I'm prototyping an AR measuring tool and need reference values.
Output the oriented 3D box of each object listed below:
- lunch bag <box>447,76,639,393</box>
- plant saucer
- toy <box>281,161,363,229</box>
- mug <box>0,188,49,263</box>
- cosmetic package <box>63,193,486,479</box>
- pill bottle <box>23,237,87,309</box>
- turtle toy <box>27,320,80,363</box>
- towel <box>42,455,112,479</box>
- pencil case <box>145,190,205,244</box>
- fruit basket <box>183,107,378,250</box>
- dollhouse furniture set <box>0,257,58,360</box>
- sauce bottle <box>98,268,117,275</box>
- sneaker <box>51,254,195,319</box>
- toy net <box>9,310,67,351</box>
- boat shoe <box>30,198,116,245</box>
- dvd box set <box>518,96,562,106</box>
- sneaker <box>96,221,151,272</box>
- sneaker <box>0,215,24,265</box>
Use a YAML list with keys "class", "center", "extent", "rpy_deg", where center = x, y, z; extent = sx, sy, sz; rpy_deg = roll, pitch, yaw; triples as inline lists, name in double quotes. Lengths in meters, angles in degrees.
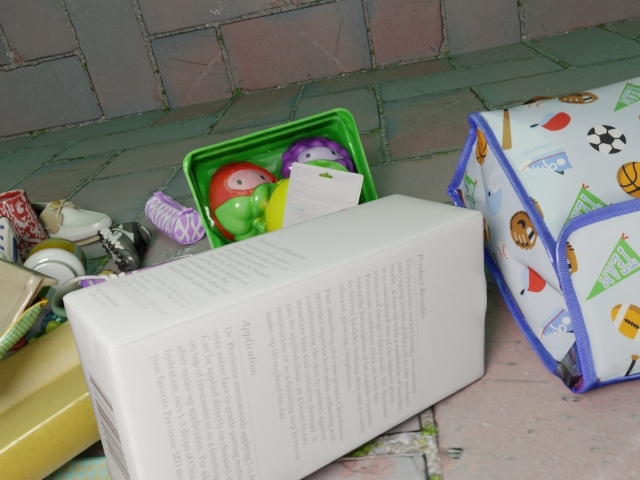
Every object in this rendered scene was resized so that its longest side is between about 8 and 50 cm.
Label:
- class: "lunch bag"
  center: [0.398, -0.017, 0.809]
  extent: [0.328, 0.239, 0.385]
  rpy_deg: [-14, 58, -5]
- class: "plant saucer"
  center: [-0.397, 0.235, 0.780]
  extent: [0.333, 0.081, 0.333]
  rpy_deg: [-34, 20, -23]
- class: "toy"
  center: [0.000, 0.000, 1.017]
  extent: [0.137, 0.237, 0.056]
  rpy_deg: [15, 6, 30]
- class: "mug"
  center: [-0.734, -0.021, 1.455]
  extent: [0.150, 0.169, 0.113]
  rpy_deg: [-18, 26, -14]
- class: "cosmetic package"
  center: [-0.021, 0.113, 0.702]
  extent: [0.453, 0.230, 0.161]
  rpy_deg: [-17, 22, -31]
- class: "pill bottle"
  center: [-0.518, 0.066, 1.196]
  extent: [0.118, 0.117, 0.208]
  rpy_deg: [-20, 16, -16]
- class: "turtle toy"
  center: [-0.409, 0.177, 1.004]
  extent: [0.095, 0.066, 0.130]
  rpy_deg: [19, 30, 4]
- class: "towel"
  center: [-0.250, 0.327, 0.648]
  extent: [0.370, 0.040, 0.271]
  rpy_deg: [-8, 24, 10]
- class: "pencil case"
  center: [-0.345, -0.054, 1.441]
  extent: [0.086, 0.088, 0.206]
  rpy_deg: [-24, 26, -29]
- class: "fruit basket"
  center: [-0.055, -0.087, 1.209]
  extent: [0.392, 0.282, 0.392]
  rpy_deg: [-17, 8, 2]
- class: "dollhouse furniture set"
  center: [-0.484, 0.132, 0.914]
  extent: [0.302, 0.151, 0.197]
  rpy_deg: [13, 68, 38]
- class: "sauce bottle"
  center: [-0.441, 0.102, 1.209]
  extent: [0.042, 0.042, 0.128]
  rpy_deg: [-8, 24, 10]
- class: "sneaker"
  center: [-0.315, 0.089, 1.040]
  extent: [0.282, 0.102, 0.161]
  rpy_deg: [-18, -12, 9]
- class: "toy net"
  center: [-0.561, 0.180, 1.103]
  extent: [0.232, 0.045, 0.122]
  rpy_deg: [-11, 27, 6]
- class: "boat shoe"
  center: [-0.663, -0.049, 1.558]
  extent: [0.302, 0.103, 0.113]
  rpy_deg: [-3, 27, 20]
- class: "dvd box set"
  center: [0.644, -0.276, 1.484]
  extent: [0.308, 0.062, 0.420]
  rpy_deg: [-31, 31, -35]
- class: "sneaker"
  center: [-0.423, 0.003, 1.367]
  extent: [0.106, 0.078, 0.234]
  rpy_deg: [-26, 26, -22]
- class: "sneaker"
  center: [-0.656, 0.052, 1.192]
  extent: [0.128, 0.182, 0.315]
  rpy_deg: [-17, 14, -13]
